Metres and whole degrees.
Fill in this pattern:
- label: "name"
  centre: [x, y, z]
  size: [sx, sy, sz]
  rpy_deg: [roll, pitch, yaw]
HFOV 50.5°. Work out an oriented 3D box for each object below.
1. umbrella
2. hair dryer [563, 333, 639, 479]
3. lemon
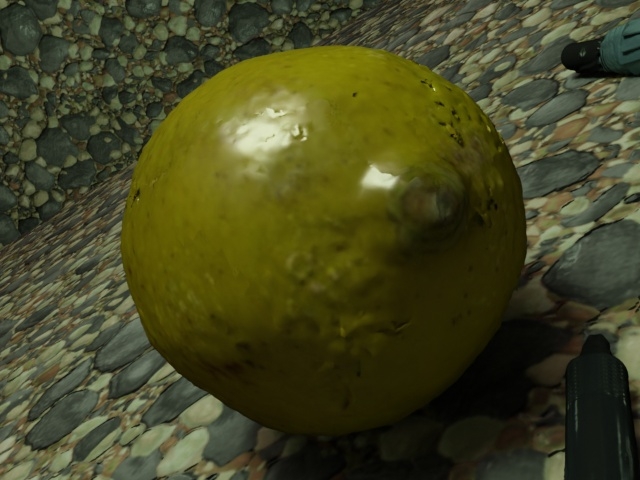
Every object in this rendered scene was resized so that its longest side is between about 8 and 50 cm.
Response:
- label: "umbrella"
  centre: [0.344, -0.202, 0.687]
  size: [0.052, 0.053, 0.250]
  rpy_deg: [-40, 23, -15]
- label: "hair dryer"
  centre: [0.140, 0.111, 0.299]
  size: [0.128, 0.070, 0.255]
  rpy_deg: [-20, 20, 30]
- label: "lemon"
  centre: [0.000, 0.000, 0.458]
  size: [0.258, 0.258, 0.310]
  rpy_deg: [-44, 11, -26]
